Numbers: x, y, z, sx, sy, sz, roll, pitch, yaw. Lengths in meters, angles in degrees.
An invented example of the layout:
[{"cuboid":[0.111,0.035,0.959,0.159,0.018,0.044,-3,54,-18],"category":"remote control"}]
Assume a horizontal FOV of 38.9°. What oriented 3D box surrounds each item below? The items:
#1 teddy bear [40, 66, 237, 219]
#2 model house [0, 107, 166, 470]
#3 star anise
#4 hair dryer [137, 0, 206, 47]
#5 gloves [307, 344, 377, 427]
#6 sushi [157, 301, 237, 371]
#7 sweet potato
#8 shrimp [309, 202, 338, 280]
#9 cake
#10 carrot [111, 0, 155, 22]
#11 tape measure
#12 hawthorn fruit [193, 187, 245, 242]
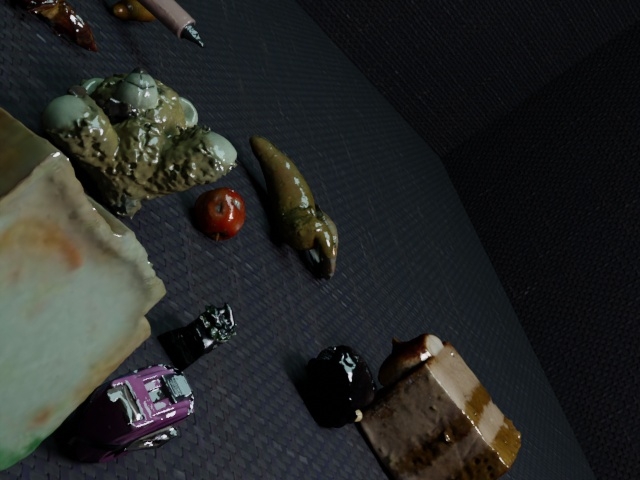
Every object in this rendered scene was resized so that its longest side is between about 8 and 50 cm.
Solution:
[{"cuboid":[-0.262,-0.158,1.299,0.267,0.156,0.256,15,38,-18],"category":"teddy bear"},{"cuboid":[-0.328,-0.001,0.780,0.280,0.245,0.312,34,-20,25],"category":"model house"},{"cuboid":[-0.439,-0.389,1.420,0.212,0.053,0.157,18,41,-60],"category":"star anise"},{"cuboid":[-0.336,-0.471,1.650,0.344,0.107,0.189,42,17,5],"category":"hair dryer"},{"cuboid":[0.048,0.229,1.481,0.129,0.106,0.180,56,21,9],"category":"gloves"},{"cuboid":[-0.151,0.122,1.192,0.056,0.084,0.083,58,16,7],"category":"sushi"},{"cuboid":[-0.055,-0.067,1.756,0.124,0.098,0.310,82,-15,-55],"category":"sweet potato"},{"cuboid":[0.000,0.000,1.825,0.223,0.047,0.126,-115,-155,-63],"category":"shrimp"},{"cuboid":[0.184,0.308,1.567,0.293,0.198,0.196,53,22,6],"category":"cake"},{"cuboid":[-0.358,-0.442,1.740,0.048,0.048,0.139,54,19,-3],"category":"carrot"},{"cuboid":[-0.195,0.179,0.922,0.125,0.118,0.074,-9,66,-52],"category":"tape measure"},{"cuboid":[-0.164,-0.040,1.475,0.093,0.093,0.093,48,19,-22],"category":"hawthorn fruit"}]
